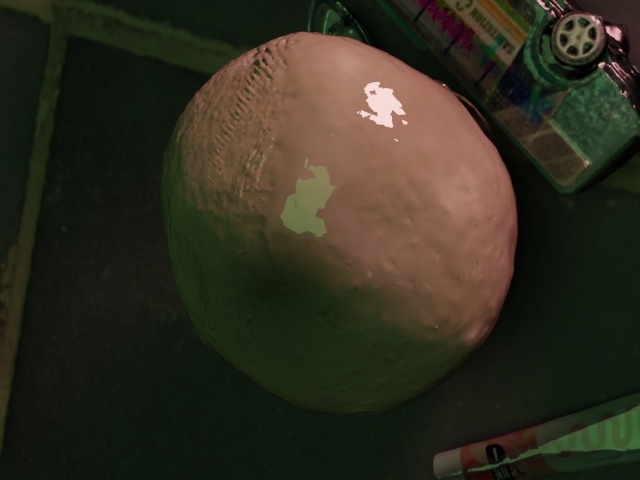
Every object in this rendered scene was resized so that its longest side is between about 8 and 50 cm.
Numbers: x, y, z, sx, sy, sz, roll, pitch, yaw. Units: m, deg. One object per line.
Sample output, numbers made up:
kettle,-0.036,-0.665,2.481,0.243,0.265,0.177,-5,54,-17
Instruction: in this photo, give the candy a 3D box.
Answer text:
candy,0.000,0.000,0.675,0.296,0.185,0.295,11,120,19

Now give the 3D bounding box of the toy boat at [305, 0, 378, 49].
toy boat,0.018,-0.127,0.744,0.059,0.066,0.140,-19,86,32

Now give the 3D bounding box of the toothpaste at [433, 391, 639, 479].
toothpaste,0.183,0.151,0.710,0.205,0.036,0.056,-21,85,24

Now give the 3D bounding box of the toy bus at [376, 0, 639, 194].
toy bus,0.130,-0.154,0.672,0.261,0.091,0.109,51,122,15
